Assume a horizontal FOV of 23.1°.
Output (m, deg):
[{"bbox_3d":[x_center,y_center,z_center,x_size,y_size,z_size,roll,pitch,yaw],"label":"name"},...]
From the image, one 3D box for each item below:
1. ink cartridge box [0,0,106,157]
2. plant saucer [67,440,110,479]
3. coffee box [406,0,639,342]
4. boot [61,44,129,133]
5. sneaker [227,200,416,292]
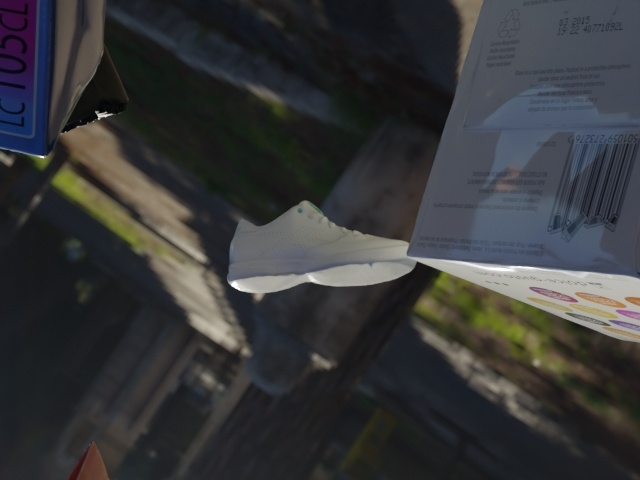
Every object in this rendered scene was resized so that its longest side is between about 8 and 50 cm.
[{"bbox_3d":[-0.351,-0.240,1.085,0.395,0.151,0.270,13,126,5],"label":"ink cartridge box"},{"bbox_3d":[-0.271,0.335,1.437,0.047,0.258,0.259,32,-172,-6],"label":"plant saucer"},{"bbox_3d":[0.353,-0.083,1.564,0.334,0.338,0.337,21,172,-33],"label":"coffee box"},{"bbox_3d":[-0.292,-0.254,1.930,0.094,0.246,0.207,-12,108,42],"label":"boot"},{"bbox_3d":[0.000,0.000,1.712,0.212,0.094,0.080,-3,158,14],"label":"sneaker"}]
